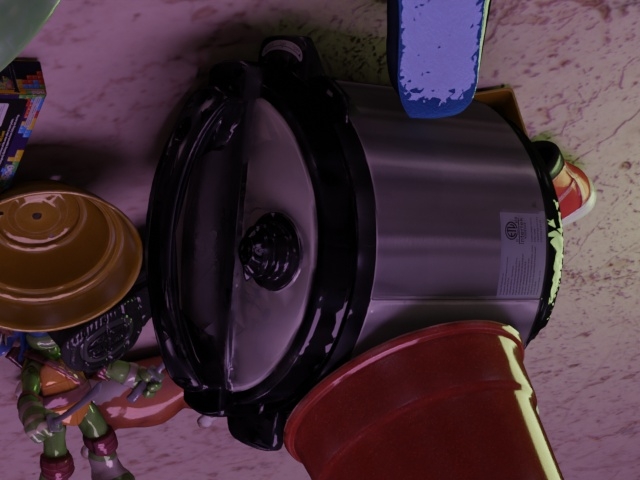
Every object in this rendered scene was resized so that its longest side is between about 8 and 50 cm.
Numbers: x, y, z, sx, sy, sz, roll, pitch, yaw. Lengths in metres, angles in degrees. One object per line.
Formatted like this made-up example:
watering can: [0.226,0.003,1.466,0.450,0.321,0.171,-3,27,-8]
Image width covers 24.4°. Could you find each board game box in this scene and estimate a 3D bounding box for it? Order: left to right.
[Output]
board game box: [-0.371,-0.118,1.517,0.141,0.048,0.170,1,147,-27]

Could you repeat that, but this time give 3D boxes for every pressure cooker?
pressure cooker: [0.004,-0.001,1.604,0.420,0.370,0.375,1,143,-37]

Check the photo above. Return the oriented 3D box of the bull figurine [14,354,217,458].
bull figurine: [-0.276,0.227,2.126,0.310,0.101,0.188,-9,154,-12]

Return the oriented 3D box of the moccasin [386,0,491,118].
moccasin: [0.105,-0.280,1.421,0.137,0.117,0.342,3,128,-12]

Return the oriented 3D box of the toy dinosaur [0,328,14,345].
toy dinosaur: [-0.486,0.113,1.781,0.295,0.200,0.127,5,130,3]

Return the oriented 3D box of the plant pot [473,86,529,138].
plant pot: [0.194,-0.127,1.797,0.081,0.081,0.083,-9,161,-16]

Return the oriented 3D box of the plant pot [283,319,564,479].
plant pot: [0.134,0.264,1.485,0.272,0.265,0.272,-17,148,-11]

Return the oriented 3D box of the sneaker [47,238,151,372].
sneaker: [-0.221,0.039,1.826,0.286,0.130,0.109,-30,140,-24]

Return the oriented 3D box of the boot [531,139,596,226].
boot: [0.231,-0.038,1.969,0.244,0.088,0.176,-36,147,15]

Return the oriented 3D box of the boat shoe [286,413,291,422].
boat shoe: [0.044,0.294,2.430,0.302,0.091,0.114,-11,150,-14]

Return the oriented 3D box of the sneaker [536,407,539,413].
sneaker: [0.222,0.163,2.170,0.305,0.114,0.152,39,116,-15]

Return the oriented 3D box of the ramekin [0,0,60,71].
ramekin: [-0.333,-0.239,1.077,0.303,0.303,0.148,-25,143,12]

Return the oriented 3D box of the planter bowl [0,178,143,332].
planter bowl: [-0.315,-0.002,1.668,0.217,0.090,0.217,-10,135,-11]

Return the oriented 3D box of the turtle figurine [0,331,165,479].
turtle figurine: [-0.293,0.234,1.918,0.274,0.198,0.266,2,117,12]
